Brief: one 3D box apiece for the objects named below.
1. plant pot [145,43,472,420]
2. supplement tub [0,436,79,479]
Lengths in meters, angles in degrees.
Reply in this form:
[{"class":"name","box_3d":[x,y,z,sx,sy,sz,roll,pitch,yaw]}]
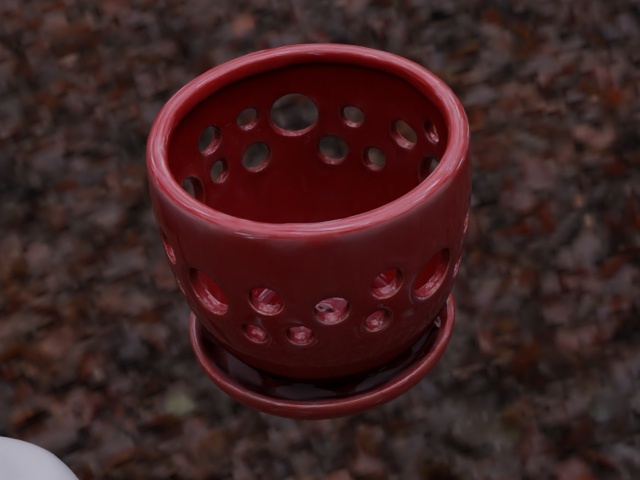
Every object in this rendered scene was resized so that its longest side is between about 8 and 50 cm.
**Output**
[{"class":"plant pot","box_3d":[0.000,0.000,1.019,0.191,0.174,0.191,-5,40,4]},{"class":"supplement tub","box_3d":[-0.153,0.272,0.748,0.228,0.316,0.228,-17,25,8]}]
